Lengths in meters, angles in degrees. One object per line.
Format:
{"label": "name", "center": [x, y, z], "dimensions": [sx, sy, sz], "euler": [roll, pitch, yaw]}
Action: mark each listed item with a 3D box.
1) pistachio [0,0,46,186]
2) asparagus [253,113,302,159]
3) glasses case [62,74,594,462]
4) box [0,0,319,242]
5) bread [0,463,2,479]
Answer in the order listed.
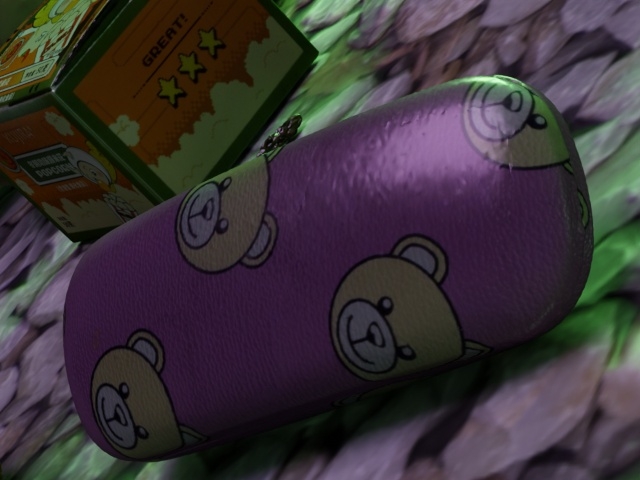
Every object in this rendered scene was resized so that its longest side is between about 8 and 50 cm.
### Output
{"label": "pistachio", "center": [-0.292, -0.253, 1.472], "dimensions": [0.281, 0.365, 0.445], "euler": [-31, 52, 35]}
{"label": "asparagus", "center": [-0.066, -0.024, 1.110], "dimensions": [0.166, 0.016, 0.013], "euler": [-51, -11, -14]}
{"label": "glasses case", "center": [-0.010, 0.020, 0.790], "dimensions": [0.316, 0.076, 0.123], "euler": [-23, 71, 37]}
{"label": "box", "center": [-0.142, -0.114, 1.228], "dimensions": [0.177, 0.148, 0.195], "euler": [-53, 23, -23]}
{"label": "bread", "center": [-0.327, 0.234, 1.019], "dimensions": [0.344, 0.084, 0.124], "euler": [-45, 12, 2]}
